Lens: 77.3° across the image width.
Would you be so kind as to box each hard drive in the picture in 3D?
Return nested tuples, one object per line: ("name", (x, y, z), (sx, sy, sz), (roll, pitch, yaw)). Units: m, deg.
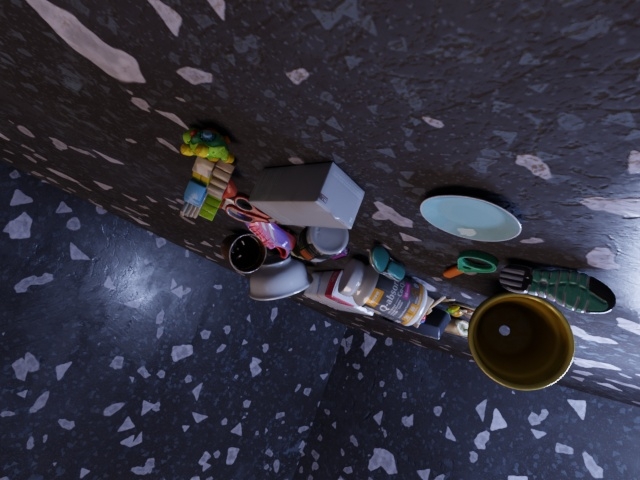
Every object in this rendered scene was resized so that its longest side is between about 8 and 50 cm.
("hard drive", (0.390, 0.309, 1.651), (0.255, 0.054, 0.172), (14, -152, 30))

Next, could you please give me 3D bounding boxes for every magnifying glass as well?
("magnifying glass", (0.382, 0.070, 1.054), (0.092, 0.026, 0.231), (21, 166, 0))

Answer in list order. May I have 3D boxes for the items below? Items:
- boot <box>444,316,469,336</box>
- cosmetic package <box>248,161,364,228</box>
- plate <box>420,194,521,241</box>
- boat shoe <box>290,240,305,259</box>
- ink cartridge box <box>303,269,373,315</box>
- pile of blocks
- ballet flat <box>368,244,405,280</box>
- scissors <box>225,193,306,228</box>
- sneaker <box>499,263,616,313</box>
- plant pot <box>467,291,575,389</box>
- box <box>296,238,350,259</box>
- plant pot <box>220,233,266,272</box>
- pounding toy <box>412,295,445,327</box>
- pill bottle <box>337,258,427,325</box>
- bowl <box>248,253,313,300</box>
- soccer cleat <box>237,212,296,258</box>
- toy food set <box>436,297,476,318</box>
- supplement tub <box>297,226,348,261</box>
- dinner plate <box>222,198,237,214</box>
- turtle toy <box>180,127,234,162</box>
("boot", (0.492, 0.350, 1.781), (0.270, 0.089, 0.236), (6, 169, 46))
("cosmetic package", (-0.036, -0.098, 0.902), (0.238, 0.107, 0.127), (3, 157, 42))
("plate", (0.288, -0.048, 0.774), (0.188, 0.024, 0.188), (20, 164, 6))
("boat shoe", (-0.096, 0.035, 1.533), (0.048, 0.056, 0.153), (9, 168, 27))
("ink cartridge box", (0.092, 0.236, 1.828), (0.226, 0.131, 0.306), (27, 166, -21))
("pile of blocks", (-0.292, -0.120, 1.077), (0.113, 0.148, 0.362), (25, 164, -12))
("ballet flat", (0.188, 0.071, 1.238), (0.068, 0.072, 0.213), (13, 164, 43))
("scissors", (-0.153, -0.062, 1.271), (0.297, 0.021, 0.109), (23, 134, -16))
("sneaker", (0.529, 0.099, 0.902), (0.224, 0.083, 0.098), (18, -174, 30))
("plant pot", (0.550, 0.272, 1.150), (0.254, 0.253, 0.239), (17, 179, 16))
("box", (0.008, 0.018, 1.379), (0.162, 0.029, 0.116), (24, 164, -14))
("plant pot", (-0.343, 0.043, 1.726), (0.167, 0.166, 0.165), (32, 170, -33))
("pounding toy", (0.388, 0.254, 1.516), (0.100, 0.141, 0.130), (33, 170, 21))
("pill bottle", (0.213, 0.176, 1.394), (0.279, 0.162, 0.162), (24, 165, -9))
("bowl", (-0.188, 0.143, 1.769), (0.298, 0.133, 0.298), (-10, -166, 3))
("soccer cleat", (-0.184, -0.026, 1.358), (0.248, 0.095, 0.083), (33, 161, -38))
("toy food set", (0.543, 0.272, 1.507), (0.192, 0.038, 0.132), (23, 165, -6))
("supplement tub", (0.000, 0.000, 1.157), (0.117, 0.116, 0.190), (24, 165, -11))
("dinner plate", (-0.311, -0.115, 1.377), (0.141, 0.017, 0.141), (21, 166, 5))
("turtle toy", (-0.249, -0.209, 0.863), (0.130, 0.066, 0.095), (14, -173, 34))
